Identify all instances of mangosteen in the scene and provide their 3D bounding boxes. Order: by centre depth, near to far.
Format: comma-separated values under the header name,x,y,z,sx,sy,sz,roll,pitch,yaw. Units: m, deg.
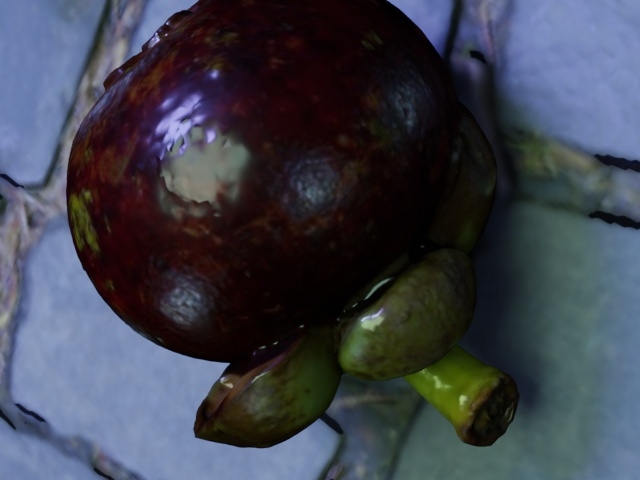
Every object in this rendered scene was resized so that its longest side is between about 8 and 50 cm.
name,x,y,z,sx,sy,sz,roll,pitch,yaw
mangosteen,-0.005,-0.007,0.685,0.156,0.181,0.146,-43,24,10
